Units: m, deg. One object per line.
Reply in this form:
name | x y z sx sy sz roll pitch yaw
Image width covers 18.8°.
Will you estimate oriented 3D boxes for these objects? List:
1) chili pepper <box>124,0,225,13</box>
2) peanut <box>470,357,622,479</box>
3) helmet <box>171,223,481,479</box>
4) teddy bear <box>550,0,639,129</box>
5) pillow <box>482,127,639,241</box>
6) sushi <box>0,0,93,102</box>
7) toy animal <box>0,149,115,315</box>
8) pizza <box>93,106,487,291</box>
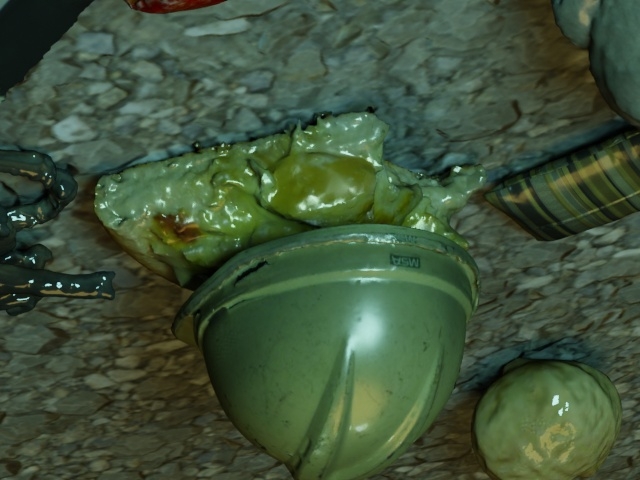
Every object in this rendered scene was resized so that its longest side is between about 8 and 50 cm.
chili pepper | -0.052 -0.160 1.035 0.123 0.070 0.073 -22 143 -33
peanut | 0.210 0.170 1.765 0.140 0.109 0.159 -28 147 30
helmet | 0.005 0.099 1.329 0.204 0.137 0.257 7 156 -22
teddy bear | 0.279 -0.151 1.112 0.236 0.151 0.267 39 135 -21
pillow | 0.231 -0.050 1.426 0.203 0.038 0.113 -23 151 22
sushi | -0.249 -0.146 0.986 0.373 0.100 0.296 -43 161 26
toy animal | -0.235 0.003 1.289 0.148 0.085 0.232 -20 156 17
pizza | 0.000 0.000 1.383 0.223 0.089 0.323 -25 151 30
